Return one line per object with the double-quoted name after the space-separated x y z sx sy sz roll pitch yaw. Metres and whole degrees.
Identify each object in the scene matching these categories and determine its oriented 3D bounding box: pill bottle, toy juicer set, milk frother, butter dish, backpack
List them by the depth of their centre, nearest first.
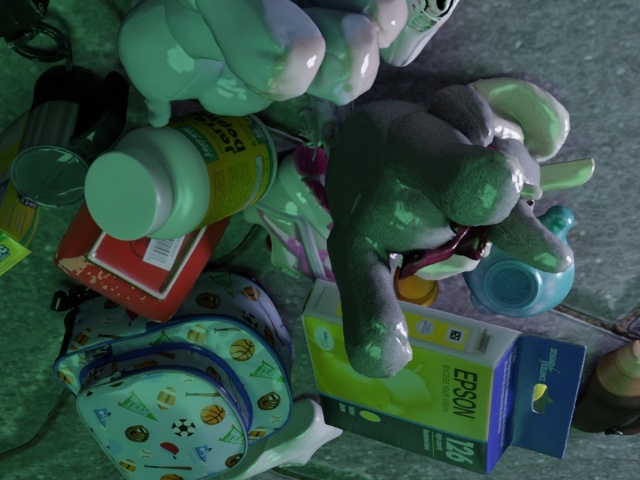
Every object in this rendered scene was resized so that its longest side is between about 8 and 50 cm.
-0.141 -0.067 1.205 0.117 0.208 0.118 8 108 27 "pill bottle"
-0.278 -0.134 1.205 0.143 0.135 0.129 28 128 -24 "milk frother"
-0.211 -0.012 1.346 0.160 0.118 0.160 32 85 -26 "butter dish"
0.196 0.026 1.406 0.209 0.089 0.329 11 118 12 "toy juicer set"
-0.166 0.165 1.459 0.263 0.213 0.276 -23 128 8 "backpack"

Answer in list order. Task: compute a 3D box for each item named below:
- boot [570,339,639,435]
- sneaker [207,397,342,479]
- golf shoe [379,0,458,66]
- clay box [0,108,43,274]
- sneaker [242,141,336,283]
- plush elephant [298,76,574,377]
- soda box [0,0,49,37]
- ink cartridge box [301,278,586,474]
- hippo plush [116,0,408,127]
0.471 0.201 1.583 0.248 0.090 0.207 8 146 -9 "boot"
-0.065 0.300 1.675 0.212 0.080 0.094 -28 140 23 "sneaker"
0.096 -0.235 1.139 0.067 0.086 0.186 11 135 -12 "golf shoe"
-0.346 -0.026 1.250 0.127 0.222 0.053 -33 126 29 "clay box"
0.000 0.000 1.369 0.111 0.103 0.252 -20 125 25 "sneaker"
0.140 -0.038 1.209 0.255 0.330 0.272 7 123 -29 "plush elephant"
-0.352 -0.225 1.174 0.168 0.053 0.060 -18 132 18 "soda box"
0.141 0.179 1.402 0.307 0.072 0.304 16 150 16 "ink cartridge box"
-0.090 -0.183 1.087 0.294 0.234 0.236 5 149 -31 "hippo plush"
